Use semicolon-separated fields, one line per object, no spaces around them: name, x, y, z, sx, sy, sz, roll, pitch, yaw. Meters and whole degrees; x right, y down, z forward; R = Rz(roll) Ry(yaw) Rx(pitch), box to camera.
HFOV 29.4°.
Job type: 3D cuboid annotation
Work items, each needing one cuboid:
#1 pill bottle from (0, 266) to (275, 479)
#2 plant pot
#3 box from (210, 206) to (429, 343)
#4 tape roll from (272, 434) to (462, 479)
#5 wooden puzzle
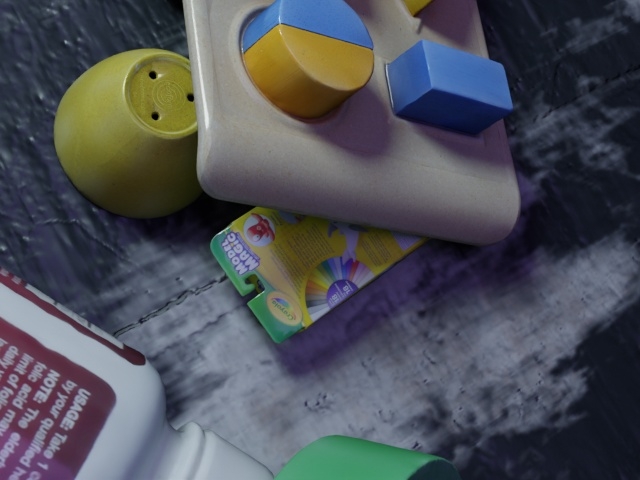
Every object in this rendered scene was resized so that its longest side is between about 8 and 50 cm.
pill bottle;-0.239;0.123;0.754;0.392;0.224;0.224;34;65;-9
plant pot;-0.129;-0.094;0.935;0.134;0.095;0.134;6;73;-20
box;0.000;0.000;0.992;0.179;0.043;0.105;-34;90;-29
tape roll;0.013;0.289;0.771;0.077;0.321;0.321;8;66;23
wooden puzzle;0.036;-0.186;0.983;0.322;0.080;0.347;10;66;-38
